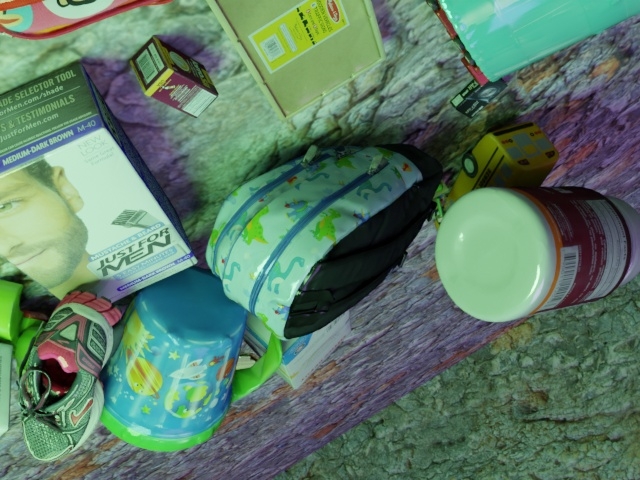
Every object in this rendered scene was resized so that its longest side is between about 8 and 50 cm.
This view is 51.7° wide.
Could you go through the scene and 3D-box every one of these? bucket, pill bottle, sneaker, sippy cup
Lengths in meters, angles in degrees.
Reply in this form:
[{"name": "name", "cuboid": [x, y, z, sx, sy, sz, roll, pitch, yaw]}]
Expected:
[{"name": "bucket", "cuboid": [0.193, -0.305, 0.639, 0.183, 0.281, 0.281, -27, 157, 22]}, {"name": "pill bottle", "cuboid": [0.412, 0.013, 1.190, 0.392, 0.224, 0.224, -4, 144, -40]}, {"name": "sneaker", "cuboid": [-0.356, 0.199, 0.879, 0.112, 0.120, 0.299, -70, -176, -56]}, {"name": "sippy cup", "cuboid": [-0.222, 0.165, 1.025, 0.305, 0.240, 0.224, -27, 151, -49]}]

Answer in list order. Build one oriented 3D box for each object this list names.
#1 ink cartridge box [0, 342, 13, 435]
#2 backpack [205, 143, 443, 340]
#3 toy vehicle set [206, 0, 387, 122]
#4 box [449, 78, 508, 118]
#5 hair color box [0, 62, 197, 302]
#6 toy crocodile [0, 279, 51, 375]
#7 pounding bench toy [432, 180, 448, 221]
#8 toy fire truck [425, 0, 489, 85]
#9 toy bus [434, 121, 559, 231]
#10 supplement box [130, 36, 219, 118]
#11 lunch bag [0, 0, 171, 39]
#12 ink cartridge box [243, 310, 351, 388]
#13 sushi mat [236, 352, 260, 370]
[{"name": "ink cartridge box", "cuboid": [-0.590, 0.213, 0.844, 0.306, 0.131, 0.226, 15, 140, -41]}, {"name": "backpack", "cuboid": [0.000, 0.000, 1.016, 0.355, 0.273, 0.290, -53, 174, -51]}, {"name": "toy vehicle set", "cuboid": [-0.023, -0.257, 0.770, 0.166, 0.035, 0.267, -31, 154, 3]}, {"name": "box", "cuboid": [0.265, -0.246, 1.106, 0.083, 0.018, 0.067, -42, 151, 24]}, {"name": "hair color box", "cuboid": [-0.294, -0.039, 0.812, 0.185, 0.110, 0.339, -26, 153, -5]}, {"name": "toy crocodile", "cuboid": [-0.440, 0.164, 1.046, 0.115, 0.105, 0.340, 8, 157, 13]}, {"name": "pounding bench toy", "cuboid": [0.221, -0.083, 1.282, 0.052, 0.083, 0.065, -27, 155, -4]}, {"name": "toy fire truck", "cuboid": [0.190, -0.281, 0.875, 0.047, 0.135, 0.192, -36, 114, 16]}, {"name": "toy bus", "cuboid": [0.341, -0.094, 1.330, 0.108, 0.130, 0.333, -19, 152, -21]}, {"name": "supplement box", "cuboid": [-0.163, -0.182, 0.743, 0.043, 0.055, 0.083, -39, 153, 20]}, {"name": "lunch bag", "cuboid": [-0.158, -0.281, 0.510, 0.293, 0.120, 0.258, -23, 158, -10]}, {"name": "ink cartridge box", "cuboid": [-0.058, 0.147, 1.274, 0.171, 0.168, 0.233, -43, 158, -17]}, {"name": "sushi mat", "cuboid": [-0.271, 0.262, 1.339, 0.316, 0.019, 0.151, -6, 154, 9]}]
